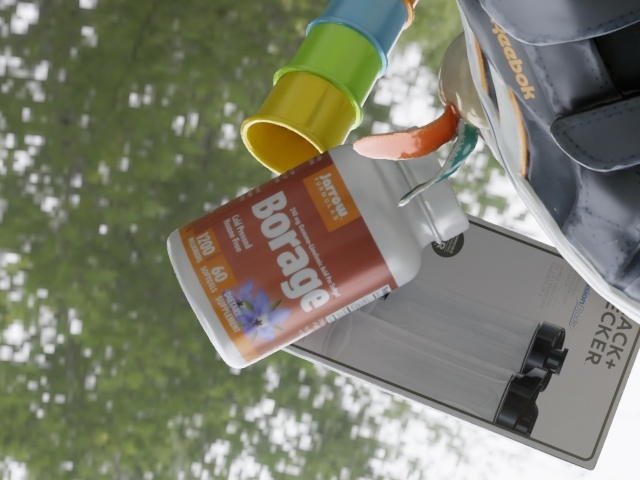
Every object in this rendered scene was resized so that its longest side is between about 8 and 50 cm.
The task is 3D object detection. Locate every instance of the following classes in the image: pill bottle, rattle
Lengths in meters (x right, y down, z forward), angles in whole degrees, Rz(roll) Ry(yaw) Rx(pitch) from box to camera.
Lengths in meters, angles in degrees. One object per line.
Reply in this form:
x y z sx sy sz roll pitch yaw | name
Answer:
0.000 0.000 1.351 0.216 0.121 0.121 -28 -136 1 | pill bottle
0.136 -0.080 0.940 0.143 0.130 0.200 32 -129 30 | rattle

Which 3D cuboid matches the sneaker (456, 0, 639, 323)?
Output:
0.122 -0.100 0.734 0.126 0.127 0.321 -29 -89 -9 | sneaker

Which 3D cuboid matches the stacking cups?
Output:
0.043 -0.200 1.622 0.096 0.096 0.316 24 -116 15 | stacking cups

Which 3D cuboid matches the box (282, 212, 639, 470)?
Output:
0.123 0.065 1.474 0.290 0.169 0.087 22 175 4 | box

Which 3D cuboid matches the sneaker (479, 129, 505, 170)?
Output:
0.188 -0.052 1.221 0.299 0.121 0.112 35 167 -38 | sneaker
